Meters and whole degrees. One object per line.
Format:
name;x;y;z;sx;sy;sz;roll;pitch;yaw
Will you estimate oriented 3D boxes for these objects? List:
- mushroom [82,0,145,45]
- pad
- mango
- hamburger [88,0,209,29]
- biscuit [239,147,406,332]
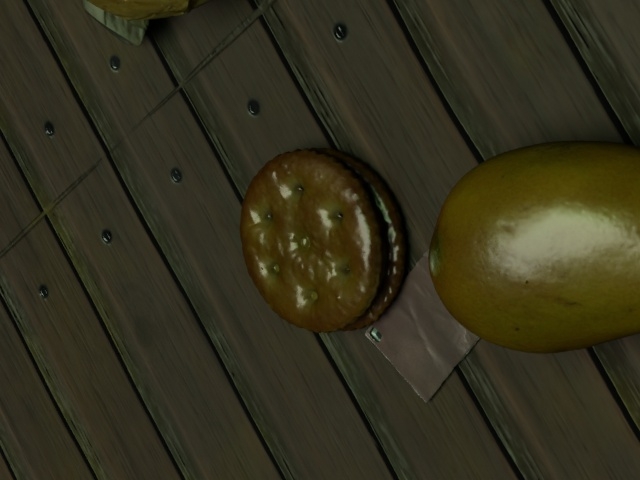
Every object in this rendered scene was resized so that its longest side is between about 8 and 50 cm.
mushroom;-0.229;-0.341;1.920;0.096;0.108;0.247;30;120;38
pad;0.131;0.083;1.810;0.113;0.006;0.188;48;126;20
mango;0.253;0.007;1.579;0.317;0.173;0.211;-3;101;34
hamburger;-0.200;-0.380;1.779;0.259;0.283;0.144;-47;34;1
biscuit;0.000;0.000;1.857;0.220;0.066;0.220;11;107;40
